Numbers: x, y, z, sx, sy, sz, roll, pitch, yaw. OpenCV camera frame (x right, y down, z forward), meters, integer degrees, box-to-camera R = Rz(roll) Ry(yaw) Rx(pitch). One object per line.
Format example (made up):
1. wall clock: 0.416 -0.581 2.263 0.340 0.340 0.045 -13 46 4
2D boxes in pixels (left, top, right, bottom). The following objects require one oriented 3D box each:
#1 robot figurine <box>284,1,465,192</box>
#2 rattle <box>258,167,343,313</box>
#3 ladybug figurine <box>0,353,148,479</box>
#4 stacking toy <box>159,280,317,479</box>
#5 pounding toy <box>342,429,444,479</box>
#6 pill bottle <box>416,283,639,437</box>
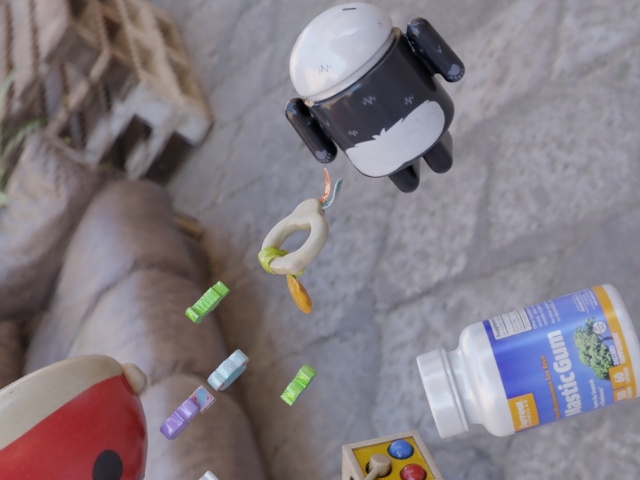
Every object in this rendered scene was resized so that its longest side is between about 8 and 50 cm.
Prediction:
1. robot figurine: 0.078 -0.203 1.923 0.209 0.278 0.173 -46 23 -15
2. rattle: 0.000 0.000 2.291 0.130 0.143 0.200 -17 35 56
3. ladybug figurine: -0.354 0.314 1.528 0.449 0.305 0.162 -45 67 -3
4. stacking toy: -0.134 0.176 1.578 0.221 0.167 0.052 -46 -11 -12
5. pounding toy: 0.086 0.323 1.832 0.130 0.141 0.100 -119 24 -52
6. pill bottle: 0.269 0.165 1.764 0.272 0.152 0.152 -18 35 3
